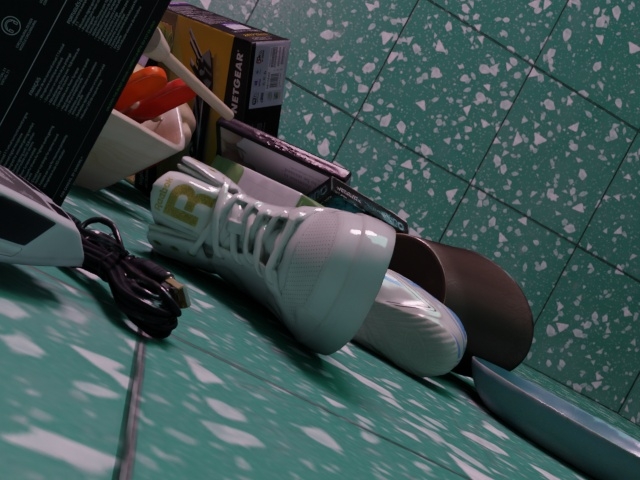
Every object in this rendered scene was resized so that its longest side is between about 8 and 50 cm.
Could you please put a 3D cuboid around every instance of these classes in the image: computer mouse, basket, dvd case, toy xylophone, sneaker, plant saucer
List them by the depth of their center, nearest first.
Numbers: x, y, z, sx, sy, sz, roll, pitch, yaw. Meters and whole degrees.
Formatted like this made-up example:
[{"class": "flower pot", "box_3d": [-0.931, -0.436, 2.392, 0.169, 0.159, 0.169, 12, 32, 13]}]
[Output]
[{"class": "computer mouse", "box_3d": [-0.143, -0.008, 0.363, 0.106, 0.042, 0.193, 35, -1, 38]}, {"class": "sneaker", "box_3d": [-0.058, 0.004, 0.642, 0.169, 0.108, 0.292, 26, -9, -12]}, {"class": "toy xylophone", "box_3d": [-0.228, -0.142, 0.839, 0.323, 0.236, 0.081, 49, 21, -73]}, {"class": "sneaker", "box_3d": [0.041, 0.056, 0.840, 0.237, 0.085, 0.086, 34, 15, 9]}, {"class": "plant saucer", "box_3d": [0.296, 0.219, 0.878, 0.317, 0.044, 0.317, 28, 1, -1]}, {"class": "basket", "box_3d": [0.132, 0.073, 0.991, 0.204, 0.154, 0.227, 40, 10, 31]}, {"class": "dvd case", "box_3d": [-0.054, -0.038, 1.076, 0.180, 0.022, 0.253, 25, -34, 13]}]

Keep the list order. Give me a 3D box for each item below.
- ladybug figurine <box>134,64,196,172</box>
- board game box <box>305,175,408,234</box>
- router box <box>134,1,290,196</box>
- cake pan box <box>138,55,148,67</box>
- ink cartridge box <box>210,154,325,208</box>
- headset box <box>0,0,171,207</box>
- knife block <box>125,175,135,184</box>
[{"class": "ladybug figurine", "box_3d": [-0.376, -0.212, 1.150, 0.449, 0.162, 0.305, 28, 0, 21]}, {"class": "board game box", "box_3d": [0.000, 0.000, 1.020, 0.126, 0.026, 0.186, 28, -43, -30]}, {"class": "router box", "box_3d": [-0.175, -0.184, 1.256, 0.243, 0.309, 0.081, 28, 30, 36]}, {"class": "cake pan box", "box_3d": [-0.390, -0.349, 1.194, 0.267, 0.070, 0.245, 29, 2, -40]}, {"class": "ink cartridge box", "box_3d": [-0.079, -0.021, 0.963, 0.062, 0.109, 0.209, 28, 0, -38]}, {"class": "headset box", "box_3d": [-0.268, -0.194, 0.575, 0.283, 0.246, 0.131, 26, 2, -34]}, {"class": "knife block", "box_3d": [-0.296, -0.133, 1.568, 0.275, 0.088, 0.242, 28, 1, 43]}]
